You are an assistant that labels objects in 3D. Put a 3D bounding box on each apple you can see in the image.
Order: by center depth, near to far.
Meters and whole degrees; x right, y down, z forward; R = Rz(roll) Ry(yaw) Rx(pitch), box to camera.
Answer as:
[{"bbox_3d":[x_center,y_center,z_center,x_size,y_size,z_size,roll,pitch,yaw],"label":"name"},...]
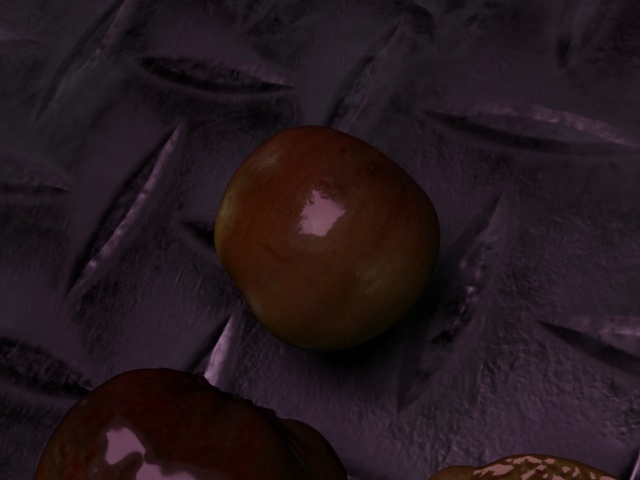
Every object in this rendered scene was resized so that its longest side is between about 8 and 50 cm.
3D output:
[{"bbox_3d":[0.000,0.000,1.116,0.253,0.253,0.253,-10,53,14],"label":"apple"}]

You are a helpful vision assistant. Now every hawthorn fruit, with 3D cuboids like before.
[{"bbox_3d":[-0.128,0.281,0.931,0.308,0.308,0.324,-7,64,16],"label":"hawthorn fruit"}]

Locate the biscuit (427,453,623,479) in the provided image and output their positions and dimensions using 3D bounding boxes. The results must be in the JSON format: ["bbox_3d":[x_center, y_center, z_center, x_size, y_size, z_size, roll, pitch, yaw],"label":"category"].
[{"bbox_3d":[0.174,0.351,0.910,0.351,0.057,0.312,-41,52,-12],"label":"biscuit"}]
